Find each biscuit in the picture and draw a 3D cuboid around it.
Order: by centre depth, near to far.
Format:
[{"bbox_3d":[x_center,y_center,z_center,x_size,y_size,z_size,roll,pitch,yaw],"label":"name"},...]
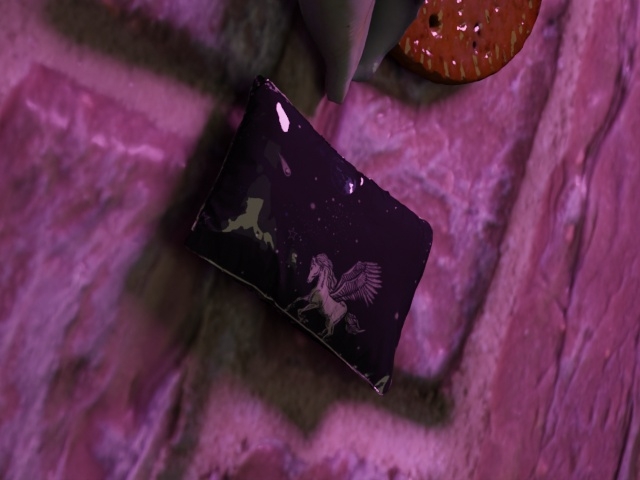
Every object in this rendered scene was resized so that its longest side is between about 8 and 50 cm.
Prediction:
[{"bbox_3d":[0.095,-0.207,1.403,0.188,0.027,0.187,-3,95,-40],"label":"biscuit"}]

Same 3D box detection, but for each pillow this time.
[{"bbox_3d":[0.000,0.000,1.319,0.208,0.055,0.141,38,60,-38],"label":"pillow"}]

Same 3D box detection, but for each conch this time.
[{"bbox_3d":[0.022,-0.182,1.314,0.088,0.065,0.180,-20,120,-29],"label":"conch"}]
